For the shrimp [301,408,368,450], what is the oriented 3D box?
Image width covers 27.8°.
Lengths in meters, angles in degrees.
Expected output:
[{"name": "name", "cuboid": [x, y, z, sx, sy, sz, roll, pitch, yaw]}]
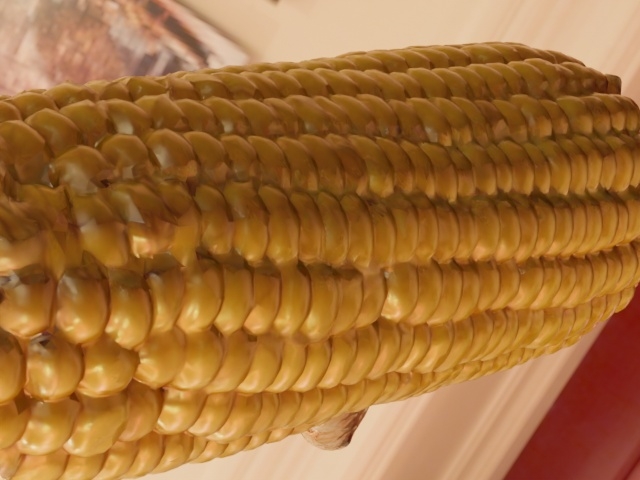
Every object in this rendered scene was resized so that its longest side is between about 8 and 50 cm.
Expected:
[{"name": "shrimp", "cuboid": [0.054, 0.135, 1.436, 0.068, 0.287, 0.185, 39, -160, 13]}]

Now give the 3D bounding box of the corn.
[{"name": "corn", "cuboid": [0.000, 0.000, 0.475, 0.387, 0.144, 0.144, -13, -137, -44]}]
